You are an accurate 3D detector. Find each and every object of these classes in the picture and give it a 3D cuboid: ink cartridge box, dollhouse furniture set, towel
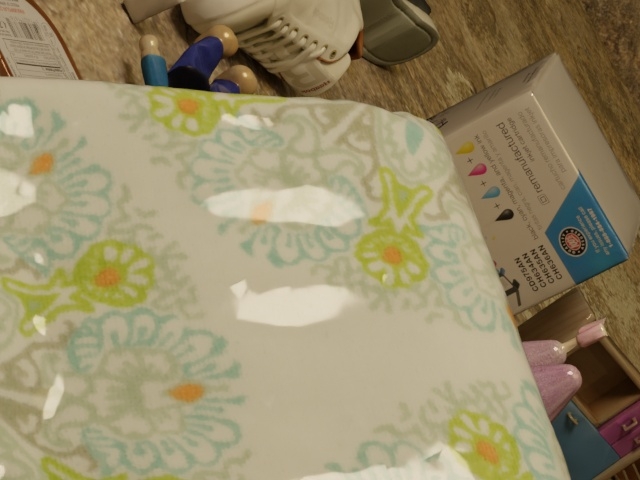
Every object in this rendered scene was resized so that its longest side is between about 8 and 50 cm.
[{"bbox_3d":[0.139,-0.026,1.604,0.171,0.233,0.168,59,22,-8],"label":"ink cartridge box"},{"bbox_3d":[0.316,0.198,1.657,0.198,0.286,0.303,46,13,-36],"label":"dollhouse furniture set"},{"bbox_3d":[-0.063,0.050,0.936,0.374,0.090,0.320,3,51,-23],"label":"towel"}]

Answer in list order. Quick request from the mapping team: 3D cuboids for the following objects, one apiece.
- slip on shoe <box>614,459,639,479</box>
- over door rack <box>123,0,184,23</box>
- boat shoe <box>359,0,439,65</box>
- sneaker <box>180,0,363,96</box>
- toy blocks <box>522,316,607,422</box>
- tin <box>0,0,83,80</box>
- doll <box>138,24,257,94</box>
[{"bbox_3d":[0.348,0.236,2.047,0.135,0.051,0.041,-103,168,-52],"label":"slip on shoe"},{"bbox_3d":[-0.069,-0.347,1.483,0.324,0.108,0.239,-34,102,-40],"label":"over door rack"},{"bbox_3d":[0.037,-0.269,1.882,0.302,0.114,0.091,44,24,-69],"label":"boat shoe"},{"bbox_3d":[-0.024,-0.188,1.611,0.290,0.106,0.123,-23,97,-64],"label":"sneaker"},{"bbox_3d":[0.037,0.127,1.099,0.309,0.260,0.288,59,20,-5],"label":"toy blocks"},{"bbox_3d":[-0.184,-0.083,1.177,0.189,0.040,0.106,64,24,8],"label":"tin"},{"bbox_3d":[-0.102,-0.103,1.388,0.129,0.046,0.189,64,24,-22],"label":"doll"}]
